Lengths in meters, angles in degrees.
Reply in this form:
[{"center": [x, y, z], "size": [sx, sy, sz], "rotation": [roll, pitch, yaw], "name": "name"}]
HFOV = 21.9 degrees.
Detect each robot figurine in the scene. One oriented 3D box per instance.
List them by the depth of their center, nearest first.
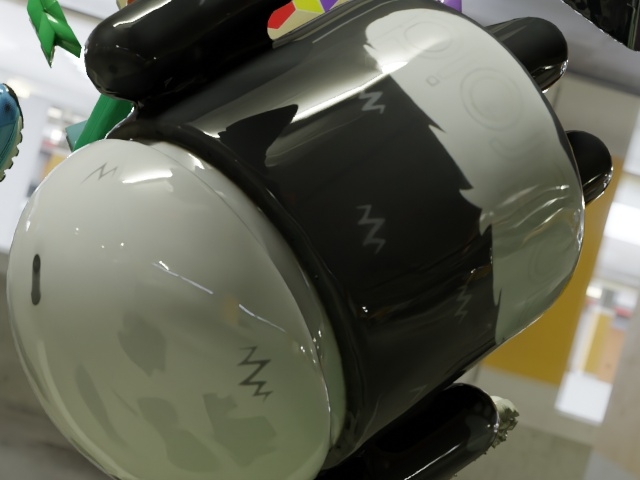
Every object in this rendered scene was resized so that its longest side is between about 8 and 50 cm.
[{"center": [-0.002, -0.002, 0.716], "size": [0.209, 0.278, 0.173], "rotation": [45, -34, 20], "name": "robot figurine"}]

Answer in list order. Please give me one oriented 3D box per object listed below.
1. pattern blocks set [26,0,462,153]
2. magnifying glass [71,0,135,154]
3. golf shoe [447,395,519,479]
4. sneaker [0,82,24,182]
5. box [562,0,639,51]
[{"center": [-0.052, -0.163, 1.244], "size": [0.324, 0.285, 0.026], "rotation": [-11, -20, -10], "name": "pattern blocks set"}, {"center": [-0.112, -0.102, 1.037], "size": [0.092, 0.231, 0.026], "rotation": [-17, 45, -32], "name": "magnifying glass"}, {"center": [0.089, 0.149, 1.320], "size": [0.069, 0.086, 0.176], "rotation": [-20, -15, -35], "name": "golf shoe"}, {"center": [-0.274, -0.053, 1.137], "size": [0.063, 0.162, 0.073], "rotation": [47, -2, 44], "name": "sneaker"}, {"center": [0.221, -0.177, 0.763], "size": [0.207, 0.153, 0.108], "rotation": [-5, 26, -14], "name": "box"}]
